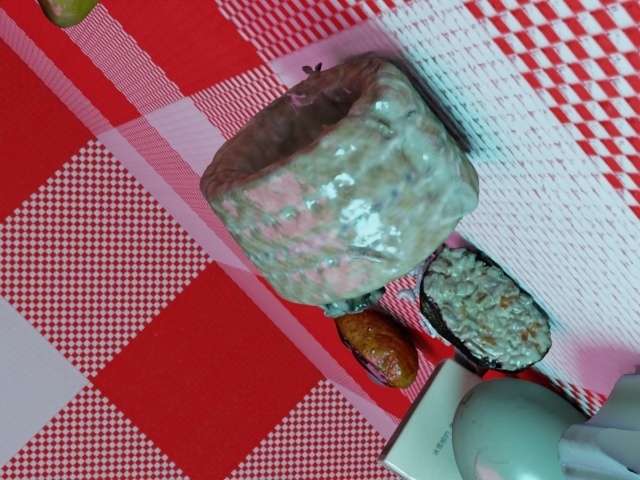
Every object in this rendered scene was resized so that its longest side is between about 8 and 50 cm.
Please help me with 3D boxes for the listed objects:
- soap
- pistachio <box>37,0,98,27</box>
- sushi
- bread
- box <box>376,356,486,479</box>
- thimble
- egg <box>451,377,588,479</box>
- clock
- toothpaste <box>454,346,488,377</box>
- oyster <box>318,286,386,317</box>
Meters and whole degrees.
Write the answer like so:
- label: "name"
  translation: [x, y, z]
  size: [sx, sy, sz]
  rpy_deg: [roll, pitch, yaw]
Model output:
- label: "soap"
  translation: [0.329, 0.214, 0.982]
  size: [0.193, 0.109, 0.324]
  rpy_deg: [44, 171, 0]
- label: "pistachio"
  translation: [-0.327, -0.358, 1.364]
  size: [0.110, 0.100, 0.189]
  rpy_deg: [9, 136, 31]
- label: "sushi"
  translation: [0.168, 0.076, 1.134]
  size: [0.150, 0.090, 0.078]
  rpy_deg: [45, 166, 9]
- label: "bread"
  translation: [0.090, 0.162, 1.816]
  size: [0.139, 0.095, 0.269]
  rpy_deg: [50, -177, -17]
- label: "box"
  translation: [0.225, 0.293, 1.433]
  size: [0.256, 0.164, 0.069]
  rpy_deg: [34, 168, 2]
- label: "thimble"
  translation: [0.011, -0.052, 0.933]
  size: [0.148, 0.196, 0.229]
  rpy_deg: [50, 170, -19]
- label: "egg"
  translation: [0.256, 0.267, 1.314]
  size: [0.231, 0.168, 0.168]
  rpy_deg: [50, 170, -3]
- label: "clock"
  translation: [0.134, 0.054, 1.205]
  size: [0.129, 0.087, 0.041]
  rpy_deg: [50, 172, 18]
- label: "toothpaste"
  translation: [0.201, 0.148, 1.435]
  size: [0.046, 0.034, 0.164]
  rpy_deg: [41, 169, 19]
- label: "oyster"
  translation: [0.000, 0.000, 1.452]
  size: [0.198, 0.112, 0.268]
  rpy_deg: [59, -171, 23]
